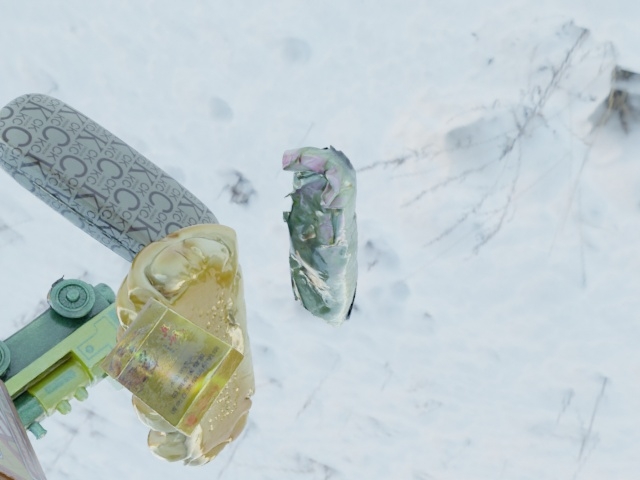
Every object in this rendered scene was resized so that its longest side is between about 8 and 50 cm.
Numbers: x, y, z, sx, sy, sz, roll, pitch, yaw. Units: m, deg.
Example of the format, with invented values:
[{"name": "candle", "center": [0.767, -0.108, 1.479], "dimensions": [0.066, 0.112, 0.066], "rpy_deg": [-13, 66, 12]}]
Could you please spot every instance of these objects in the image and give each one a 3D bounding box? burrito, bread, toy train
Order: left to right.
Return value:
[{"name": "toy train", "center": [-0.502, 0.235, 1.672], "dimensions": [0.237, 0.369, 0.150], "rpy_deg": [44, 146, 9]}, {"name": "bread", "center": [-0.170, 0.139, 1.100], "dimensions": [0.121, 0.173, 0.311], "rpy_deg": [17, 123, 31]}, {"name": "burrito", "center": [0.004, 0.001, 0.999], "dimensions": [0.096, 0.066, 0.309], "rpy_deg": [41, 156, 24]}]

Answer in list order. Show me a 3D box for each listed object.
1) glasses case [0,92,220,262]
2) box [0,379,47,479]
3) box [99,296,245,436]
[{"name": "glasses case", "center": [-0.294, -0.071, 1.235], "dimensions": [0.354, 0.137, 0.085], "rpy_deg": [36, 135, -9]}, {"name": "box", "center": [-0.474, 0.244, 0.979], "dimensions": [0.259, 0.214, 0.283], "rpy_deg": [42, 178, -40]}, {"name": "box", "center": [-0.141, 0.112, 0.823], "dimensions": [0.156, 0.089, 0.022], "rpy_deg": [24, 162, 49]}]
